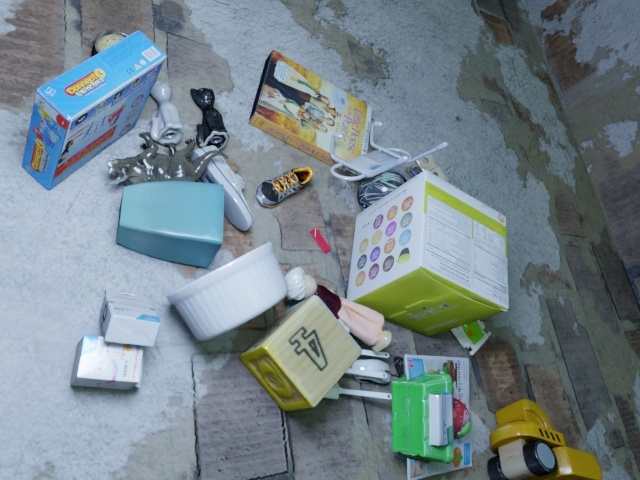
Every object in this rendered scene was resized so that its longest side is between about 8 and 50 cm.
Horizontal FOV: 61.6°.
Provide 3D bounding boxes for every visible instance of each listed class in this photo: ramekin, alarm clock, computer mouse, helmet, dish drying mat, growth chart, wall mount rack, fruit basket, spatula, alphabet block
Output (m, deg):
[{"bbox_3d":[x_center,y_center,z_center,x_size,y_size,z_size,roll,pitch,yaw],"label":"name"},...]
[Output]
[{"bbox_3d":[-0.211,0.124,1.280,0.277,0.277,0.135,-29,93,-40],"label":"ramekin"},{"bbox_3d":[-0.548,-0.515,1.498,0.192,0.064,0.129,-16,77,-37],"label":"alarm clock"},{"bbox_3d":[0.177,0.384,1.561,0.192,0.042,0.106,12,62,-30],"label":"computer mouse"},{"bbox_3d":[0.211,-0.157,1.786,0.161,0.169,0.170,35,51,-31],"label":"helmet"},{"bbox_3d":[0.000,0.000,1.654,0.032,0.008,0.083,-34,89,-42],"label":"dish drying mat"},{"bbox_3d":[0.490,0.275,1.849,0.237,0.021,0.172,51,48,-3],"label":"growth chart"},{"bbox_3d":[0.208,-0.276,1.699,0.350,0.131,0.304,-25,42,-39],"label":"wall mount rack"},{"bbox_3d":[0.353,0.497,1.534,0.352,0.165,0.327,14,73,-40],"label":"fruit basket"},{"bbox_3d":[0.086,0.359,1.492,0.241,0.019,0.168,9,57,-13],"label":"spatula"},{"bbox_3d":[-0.052,0.284,1.342,0.193,0.192,0.197,49,58,-1],"label":"alphabet block"}]

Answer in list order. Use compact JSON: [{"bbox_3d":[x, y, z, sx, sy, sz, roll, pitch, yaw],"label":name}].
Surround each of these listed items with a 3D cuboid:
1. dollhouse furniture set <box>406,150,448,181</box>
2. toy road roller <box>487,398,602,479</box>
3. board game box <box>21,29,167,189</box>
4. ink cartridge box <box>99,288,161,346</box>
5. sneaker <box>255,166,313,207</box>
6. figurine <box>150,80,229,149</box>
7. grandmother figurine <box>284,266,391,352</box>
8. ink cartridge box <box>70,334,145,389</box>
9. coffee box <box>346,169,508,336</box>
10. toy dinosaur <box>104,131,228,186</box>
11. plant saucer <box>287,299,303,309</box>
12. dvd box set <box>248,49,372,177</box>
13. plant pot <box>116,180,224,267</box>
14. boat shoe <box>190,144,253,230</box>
[{"bbox_3d":[0.336,-0.211,1.945,0.183,0.129,0.129,-31,86,-11],"label":"dollhouse furniture set"},{"bbox_3d":[0.682,0.647,1.683,0.329,0.202,0.241,24,45,-21],"label":"toy road roller"},{"bbox_3d":[-0.527,-0.299,1.246,0.086,0.302,0.308,43,50,-9],"label":"board game box"},{"bbox_3d":[-0.429,0.170,1.197,0.104,0.180,0.060,14,96,-29],"label":"ink cartridge box"},{"bbox_3d":[-0.108,-0.170,1.618,0.214,0.083,0.084,-35,91,-39],"label":"sneaker"},{"bbox_3d":[-0.385,-0.370,1.533,0.214,0.092,0.210,1,59,-34],"label":"figurine"},{"bbox_3d":[0.038,0.181,1.489,0.342,0.208,0.104,34,93,-24],"label":"grandmother figurine"},{"bbox_3d":[-0.448,0.264,1.155,0.143,0.090,0.092,13,60,-29],"label":"ink cartridge box"},{"bbox_3d":[0.323,0.057,1.634,0.338,0.337,0.335,25,56,-24],"label":"coffee box"},{"bbox_3d":[-0.402,-0.191,1.406,0.313,0.121,0.161,2,74,-28],"label":"toy dinosaur"},{"bbox_3d":[-0.047,0.215,1.504,0.119,0.021,0.120,15,60,-27],"label":"plant saucer"},{"bbox_3d":[-0.019,-0.427,1.822,0.420,0.062,0.308,25,56,-22],"label":"dvd box set"},{"bbox_3d":[-0.373,-0.049,1.325,0.234,0.165,0.166,8,63,-22],"label":"plant pot"},{"bbox_3d":[-0.258,-0.152,1.502,0.088,0.096,0.268,-32,79,-36],"label":"boat shoe"}]
